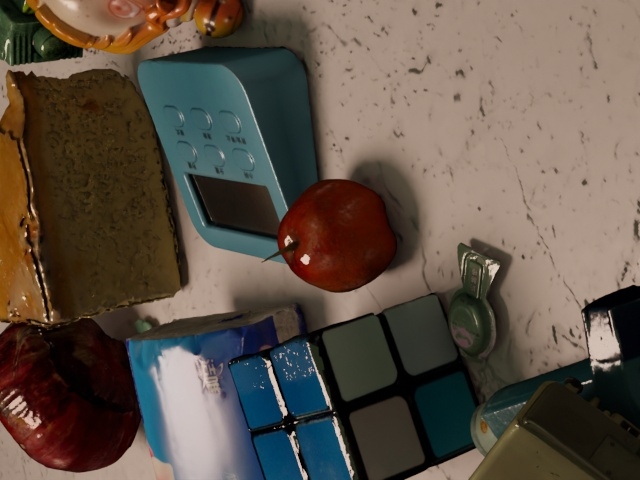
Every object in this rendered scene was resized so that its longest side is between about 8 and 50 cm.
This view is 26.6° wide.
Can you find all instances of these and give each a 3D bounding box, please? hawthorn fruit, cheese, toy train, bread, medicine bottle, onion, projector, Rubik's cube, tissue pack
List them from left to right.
[{"bbox_3d":[-0.436,-0.386,1.866,0.330,0.138,0.178,48,133,30],"label":"toy train"},{"bbox_3d":[-0.347,-0.044,1.786,0.279,0.248,0.315,-16,87,53],"label":"bread"},{"bbox_3d":[-0.354,0.205,1.913,0.190,0.246,0.246,-33,71,10],"label":"onion"},{"bbox_3d":[-0.104,0.221,1.609,0.209,0.137,0.270,-8,96,28],"label":"tissue pack"},{"bbox_3d":[0.013,-0.008,1.422,0.125,0.140,0.125,-28,49,39],"label":"hawthorn fruit"},{"bbox_3d":[0.038,0.166,1.401,0.183,0.180,0.167,-22,84,52],"label":"Rubik's cube"},{"bbox_3d":[0.151,0.066,1.339,0.067,0.026,0.121,27,124,45],"label":"cheese"},{"bbox_3d":[0.227,0.132,1.218,0.258,0.079,0.124,-36,79,53],"label":"medicine bottle"},{"bbox_3d":[0.261,0.249,1.146,0.269,0.088,0.194,38,146,11],"label":"projector"}]

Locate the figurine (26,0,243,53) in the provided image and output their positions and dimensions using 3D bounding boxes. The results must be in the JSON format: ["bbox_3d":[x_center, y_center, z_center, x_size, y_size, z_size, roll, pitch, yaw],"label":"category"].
[{"bbox_3d":[-0.224,-0.343,1.544,0.320,0.196,0.323,37,134,-16],"label":"figurine"}]

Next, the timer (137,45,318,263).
[{"bbox_3d":[-0.103,-0.095,1.570,0.231,0.091,0.250,9,114,51],"label":"timer"}]

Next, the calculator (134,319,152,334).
[{"bbox_3d":[-0.229,0.183,1.900,0.095,0.021,0.153,-3,101,54],"label":"calculator"}]
